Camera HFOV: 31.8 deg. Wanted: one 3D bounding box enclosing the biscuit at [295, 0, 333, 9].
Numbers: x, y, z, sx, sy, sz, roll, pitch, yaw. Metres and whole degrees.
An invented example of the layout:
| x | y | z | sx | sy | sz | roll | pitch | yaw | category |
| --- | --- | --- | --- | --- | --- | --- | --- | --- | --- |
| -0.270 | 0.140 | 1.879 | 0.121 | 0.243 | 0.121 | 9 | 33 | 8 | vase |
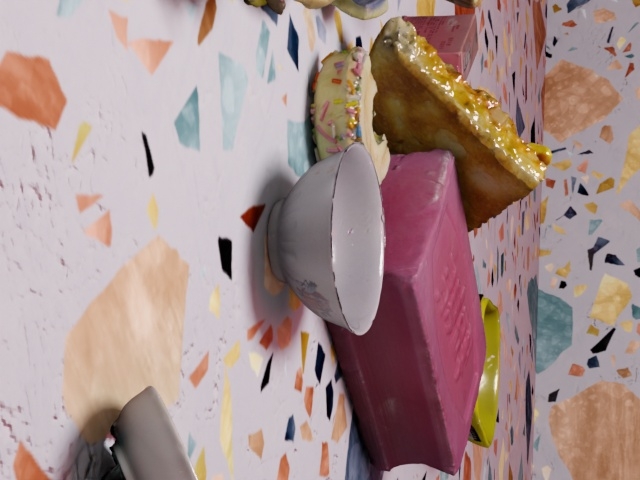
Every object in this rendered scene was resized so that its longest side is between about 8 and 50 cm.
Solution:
| x | y | z | sx | sy | sz | roll | pitch | yaw | category |
| --- | --- | --- | --- | --- | --- | --- | --- | --- | --- |
| -0.034 | -0.315 | 1.013 | 0.265 | 0.040 | 0.188 | 42 | 43 | -56 | biscuit |

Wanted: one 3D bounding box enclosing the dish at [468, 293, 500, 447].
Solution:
| x | y | z | sx | sy | sz | roll | pitch | yaw | category |
| --- | --- | --- | --- | --- | --- | --- | --- | --- | --- |
| 0.207 | 0.194 | 1.708 | 0.262 | 0.108 | 0.221 | 52 | 41 | -65 | dish |

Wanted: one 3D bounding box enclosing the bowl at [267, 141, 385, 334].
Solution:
| x | y | z | sx | sy | sz | roll | pitch | yaw | category |
| --- | --- | --- | --- | --- | --- | --- | --- | --- | --- |
| 0.000 | 0.000 | 1.094 | 0.189 | 0.086 | 0.189 | -2 | 90 | -73 | bowl |

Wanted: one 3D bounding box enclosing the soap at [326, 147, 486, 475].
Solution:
| x | y | z | sx | sy | sz | roll | pitch | yaw | category |
| --- | --- | --- | --- | --- | --- | --- | --- | --- | --- |
| 0.108 | 0.090 | 1.370 | 0.233 | 0.128 | 0.359 | -69 | 153 | -43 | soap |

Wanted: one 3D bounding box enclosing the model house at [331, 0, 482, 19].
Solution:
| x | y | z | sx | sy | sz | roll | pitch | yaw | category |
| --- | --- | --- | --- | --- | --- | --- | --- | --- | --- |
| 0.095 | -0.400 | 1.243 | 0.321 | 0.261 | 0.266 | -34 | 150 | -49 | model house |

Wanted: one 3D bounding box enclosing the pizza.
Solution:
| x | y | z | sx | sy | sz | roll | pitch | yaw | category |
| --- | --- | --- | --- | --- | --- | --- | --- | --- | --- |
| 0.129 | -0.131 | 1.394 | 0.268 | 0.258 | 0.087 | 43 | 61 | -8 | pizza |

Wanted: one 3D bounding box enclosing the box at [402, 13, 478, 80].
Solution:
| x | y | z | sx | sy | sz | roll | pitch | yaw | category |
| --- | --- | --- | --- | --- | --- | --- | --- | --- | --- |
| 0.155 | -0.261 | 1.548 | 0.156 | 0.111 | 0.060 | -63 | 148 | -53 | box |

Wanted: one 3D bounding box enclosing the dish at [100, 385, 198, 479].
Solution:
| x | y | z | sx | sy | sz | roll | pitch | yaw | category |
| --- | --- | --- | --- | --- | --- | --- | --- | --- | --- |
| -0.122 | 0.176 | 0.748 | 0.141 | 0.078 | 0.141 | 159 | -90 | -76 | dish |

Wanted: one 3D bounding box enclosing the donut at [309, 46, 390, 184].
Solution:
| x | y | z | sx | sy | sz | roll | pitch | yaw | category |
| --- | --- | --- | --- | --- | --- | --- | --- | --- | --- |
| 0.029 | -0.117 | 1.221 | 0.108 | 0.065 | 0.166 | -69 | 153 | -49 | donut |

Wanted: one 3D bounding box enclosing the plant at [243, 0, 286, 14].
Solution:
| x | y | z | sx | sy | sz | roll | pitch | yaw | category |
| --- | --- | --- | --- | --- | --- | --- | --- | --- | --- |
| -0.013 | -0.290 | 0.827 | 0.306 | 0.297 | 0.261 | -37 | 150 | -64 | plant |
